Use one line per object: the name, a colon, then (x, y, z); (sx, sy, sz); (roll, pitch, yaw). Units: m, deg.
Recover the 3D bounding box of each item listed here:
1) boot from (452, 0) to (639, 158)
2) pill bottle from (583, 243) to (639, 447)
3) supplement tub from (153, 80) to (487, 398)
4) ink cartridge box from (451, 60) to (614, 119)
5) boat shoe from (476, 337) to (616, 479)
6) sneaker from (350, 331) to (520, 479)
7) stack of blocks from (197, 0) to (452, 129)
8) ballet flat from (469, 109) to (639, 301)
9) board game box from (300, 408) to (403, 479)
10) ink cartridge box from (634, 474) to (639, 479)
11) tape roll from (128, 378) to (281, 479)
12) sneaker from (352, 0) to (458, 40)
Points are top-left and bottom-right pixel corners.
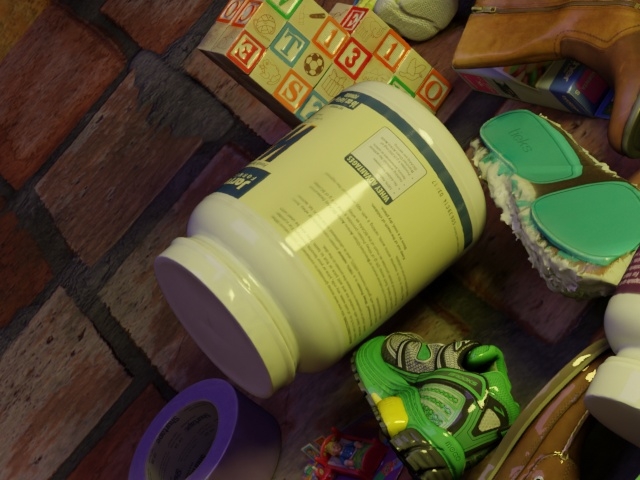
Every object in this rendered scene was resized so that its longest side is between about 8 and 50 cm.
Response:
boot: (0.275, -0.214, 2.081); (0.280, 0.096, 0.264); (4, 68, 30)
pill bottle: (0.368, 0.051, 1.698); (0.169, 0.169, 0.301); (9, 63, 56)
supplement tub: (0.000, 0.000, 2.035); (0.325, 0.235, 0.235); (-39, 26, -20)
ink cartridge box: (0.307, -0.251, 2.227); (0.186, 0.065, 0.311); (-55, 32, -7)
boat shoe: (0.214, 0.239, 1.770); (0.104, 0.111, 0.307); (40, 94, 23)
sneaker: (0.131, 0.166, 1.910); (0.146, 0.134, 0.343); (-32, 15, -1)
stack of blocks: (0.009, -0.224, 2.352); (0.171, 0.297, 0.087); (-56, 30, -7)
ballet flat: (0.271, -0.016, 1.945); (0.147, 0.147, 0.409); (-44, 25, 10)
board game box: (0.029, 0.246, 2.068); (0.168, 0.033, 0.133); (-37, 32, 22)
ink cartridge box: (0.414, 0.196, 1.523); (0.289, 0.121, 0.211); (-49, 30, 1)
tape roll: (-0.143, 0.269, 2.226); (0.189, 0.080, 0.189); (-34, 33, 26)
sneaker: (0.109, -0.339, 2.555); (0.240, 0.091, 0.126); (-15, 44, 46)
